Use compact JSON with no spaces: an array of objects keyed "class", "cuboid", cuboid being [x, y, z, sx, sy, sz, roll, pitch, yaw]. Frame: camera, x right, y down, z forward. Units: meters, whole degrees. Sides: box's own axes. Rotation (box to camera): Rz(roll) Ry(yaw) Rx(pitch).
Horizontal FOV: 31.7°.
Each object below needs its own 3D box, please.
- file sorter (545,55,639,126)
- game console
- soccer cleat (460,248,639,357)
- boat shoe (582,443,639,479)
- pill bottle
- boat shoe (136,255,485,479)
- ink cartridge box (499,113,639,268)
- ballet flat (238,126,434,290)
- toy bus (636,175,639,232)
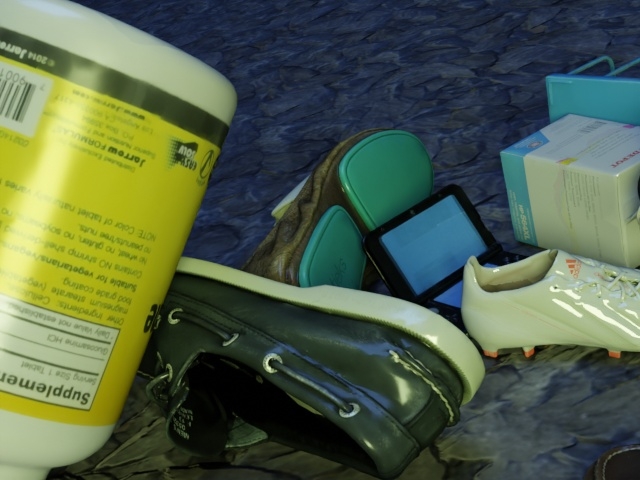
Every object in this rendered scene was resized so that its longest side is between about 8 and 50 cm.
[{"class":"file sorter","cuboid":[0.306,-0.100,1.006,0.104,0.118,0.170,-29,28,-37]},{"class":"game console","cuboid":[0.114,0.014,0.910,0.122,0.071,0.107,-31,29,-33]},{"class":"soccer cleat","cuboid":[0.195,0.040,0.801,0.196,0.076,0.068,-4,25,18]},{"class":"boat shoe","cuboid":[0.186,0.143,0.527,0.095,0.095,0.257,-11,15,-4]},{"class":"pill bottle","cuboid":[-0.194,0.023,0.721,0.188,0.334,0.188,21,-1,0]},{"class":"boat shoe","cuboid":[-0.057,0.096,0.768,0.340,0.127,0.113,8,53,35]},{"class":"ink cartridge box","cuboid":[0.238,-0.040,0.941,0.092,0.090,0.143,-27,28,-28]},{"class":"ballet flat","cuboid":[0.000,0.000,0.982,0.124,0.116,0.342,-21,20,29]},{"class":"toy bus","cuboid":[0.295,-0.061,0.827,0.202,0.191,0.104,18,-8,-23]}]
